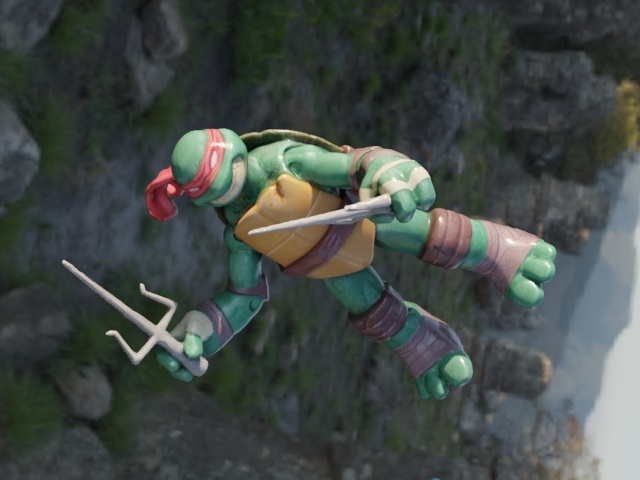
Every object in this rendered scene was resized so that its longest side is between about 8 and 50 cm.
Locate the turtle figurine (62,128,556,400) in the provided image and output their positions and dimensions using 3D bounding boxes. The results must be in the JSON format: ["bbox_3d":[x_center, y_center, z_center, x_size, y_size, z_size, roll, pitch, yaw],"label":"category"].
[{"bbox_3d":[0.000,0.000,0.572,0.175,0.234,0.118,-41,-141,38],"label":"turtle figurine"}]

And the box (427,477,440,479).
[{"bbox_3d":[-0.003,0.248,0.716,0.060,0.244,0.100,-12,71,-53],"label":"box"}]
